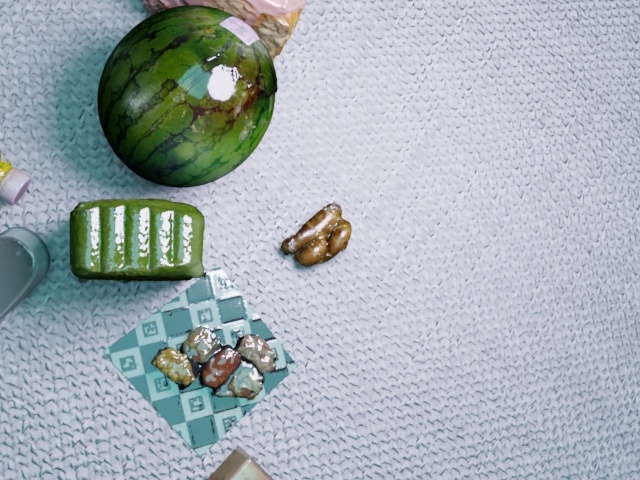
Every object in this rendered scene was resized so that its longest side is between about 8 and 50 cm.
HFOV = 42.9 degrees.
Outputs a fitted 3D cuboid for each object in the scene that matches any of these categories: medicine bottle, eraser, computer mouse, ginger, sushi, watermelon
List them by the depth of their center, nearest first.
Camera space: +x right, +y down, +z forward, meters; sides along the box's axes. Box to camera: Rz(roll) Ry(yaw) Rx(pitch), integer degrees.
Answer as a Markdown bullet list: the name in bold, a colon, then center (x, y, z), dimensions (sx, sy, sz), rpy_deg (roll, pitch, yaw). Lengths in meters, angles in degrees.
- **medicine bottle**: center (-0.664, -0.150, 1.555), dimensions (0.212, 0.122, 0.122), rpy_deg (32, 76, -9)
- **eraser**: center (-0.239, 0.558, 1.562), dimensions (0.078, 0.144, 0.343), rpy_deg (46, 75, -7)
- **computer mouse**: center (-0.621, 0.075, 1.564), dimensions (0.231, 0.079, 0.128), rpy_deg (-43, 92, 0)
- **watermelon**: center (-0.256, -0.275, 1.572), dimensions (0.363, 0.363, 0.363), rpy_deg (2, 82, -15)
- **sushi**: center (-0.231, 0.239, 1.651), dimensions (0.294, 0.059, 0.292), rpy_deg (-41, 93, -15)
- **ginger**: center (0.000, 0.000, 1.740), dimensions (0.162, 0.073, 0.103), rpy_deg (-38, 80, -10)

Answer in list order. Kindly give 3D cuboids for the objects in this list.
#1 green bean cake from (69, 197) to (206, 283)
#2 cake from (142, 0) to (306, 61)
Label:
- **green bean cake**: center (-0.350, 0.002, 1.551), dimensions (0.246, 0.250, 0.157), rpy_deg (1, 83, -14)
- **cake**: center (-0.158, -0.574, 1.664), dimensions (0.306, 0.293, 0.314), rpy_deg (24, 71, -13)
